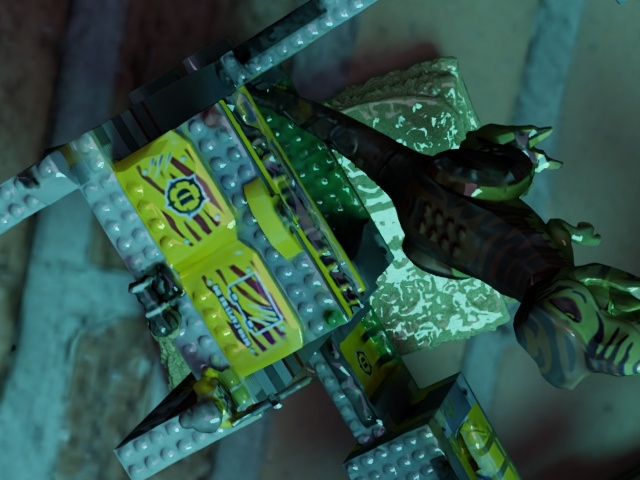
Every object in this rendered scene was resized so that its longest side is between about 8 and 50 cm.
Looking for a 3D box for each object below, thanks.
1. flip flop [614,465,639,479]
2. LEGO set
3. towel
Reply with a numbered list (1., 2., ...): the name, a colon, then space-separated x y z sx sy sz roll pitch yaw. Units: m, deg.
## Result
1. flip flop: 0.092 0.172 0.731 0.277 0.080 0.112 -29 103 0
2. LEGO set: 0.054 0.031 0.570 0.255 0.192 0.331 -20 99 21
3. towel: 0.000 0.000 0.714 0.148 0.027 0.110 -19 103 -5
